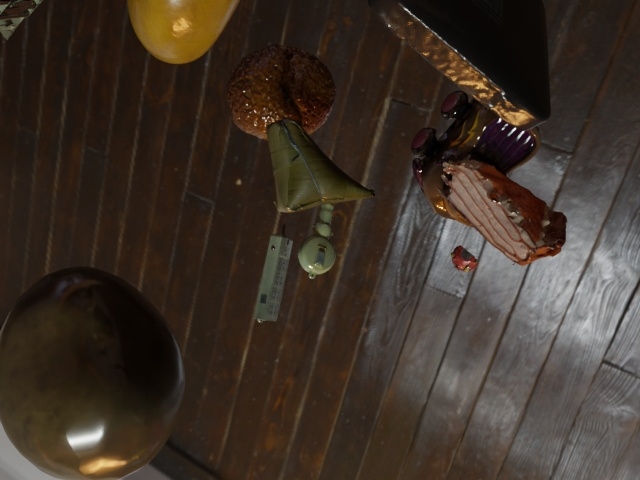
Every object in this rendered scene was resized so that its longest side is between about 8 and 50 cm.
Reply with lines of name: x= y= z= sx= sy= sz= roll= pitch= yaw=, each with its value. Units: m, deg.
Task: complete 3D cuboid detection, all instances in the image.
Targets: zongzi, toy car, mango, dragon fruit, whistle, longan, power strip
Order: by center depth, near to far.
power strip: x=-0.061 y=0.045 z=0.861 sx=0.019 sy=0.051 sz=0.136 roll=10 pitch=83 yaw=19
mango: x=-0.204 y=-0.501 z=1.030 sx=0.300 sy=0.232 sz=0.446 roll=-114 pitch=40 yaw=-56
longan: x=-0.432 y=0.253 z=1.215 sx=0.404 sy=0.336 sz=0.405 roll=30 pitch=126 yaw=53
toy car: x=0.392 y=-0.194 z=1.561 sx=0.341 sy=0.271 sz=0.240 roll=-53 pitch=29 yaw=20
zongzi: x=0.002 y=-0.194 z=1.563 sx=0.256 sy=0.115 sz=0.228 roll=-9 pitch=91 yaw=-13
dragon fruit: x=0.403 y=0.055 z=1.831 sx=0.060 sy=0.056 sz=0.083 roll=-46 pitch=69 yaw=4
whistle: x=0.000 y=0.000 z=2.069 sx=0.067 sy=0.126 sz=0.258 roll=-18 pitch=55 yaw=56

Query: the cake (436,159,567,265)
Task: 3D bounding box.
cake: x=0.345 y=-0.054 z=1.236 sx=0.287 sy=0.135 sz=0.098 roll=33 pitch=144 yaw=3

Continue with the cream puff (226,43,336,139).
cream puff: x=-0.105 y=-0.417 z=1.751 sx=0.303 sy=0.303 sz=0.212 roll=40 pitch=147 yaw=19

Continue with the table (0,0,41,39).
table: x=-0.687 y=-0.475 z=1.328 sx=0.175 sy=0.146 sz=0.062 roll=-27 pitch=97 yaw=36

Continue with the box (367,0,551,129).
box: x=0.195 y=-0.311 z=0.856 sx=0.290 sy=0.289 sz=0.073 roll=31 pitch=140 yaw=-22
